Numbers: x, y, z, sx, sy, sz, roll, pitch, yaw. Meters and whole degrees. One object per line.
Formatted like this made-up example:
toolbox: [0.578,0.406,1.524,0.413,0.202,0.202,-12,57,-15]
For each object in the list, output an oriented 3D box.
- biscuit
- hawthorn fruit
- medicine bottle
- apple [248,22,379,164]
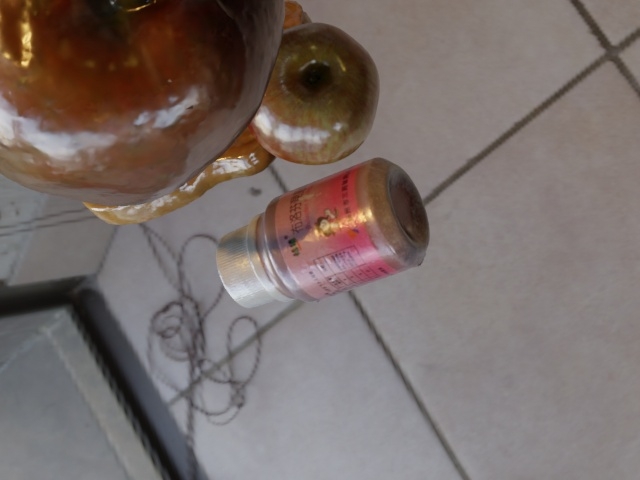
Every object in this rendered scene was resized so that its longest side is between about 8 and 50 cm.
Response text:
biscuit: [-0.170,-0.182,1.544,0.365,0.385,0.062,-17,128,19]
hawthorn fruit: [-0.151,-0.152,0.826,0.301,0.268,0.267,-163,73,-72]
medicine bottle: [0.000,0.000,1.403,0.247,0.147,0.147,-20,84,25]
apple: [-0.008,-0.147,1.156,0.146,0.131,0.146,2,79,-10]
